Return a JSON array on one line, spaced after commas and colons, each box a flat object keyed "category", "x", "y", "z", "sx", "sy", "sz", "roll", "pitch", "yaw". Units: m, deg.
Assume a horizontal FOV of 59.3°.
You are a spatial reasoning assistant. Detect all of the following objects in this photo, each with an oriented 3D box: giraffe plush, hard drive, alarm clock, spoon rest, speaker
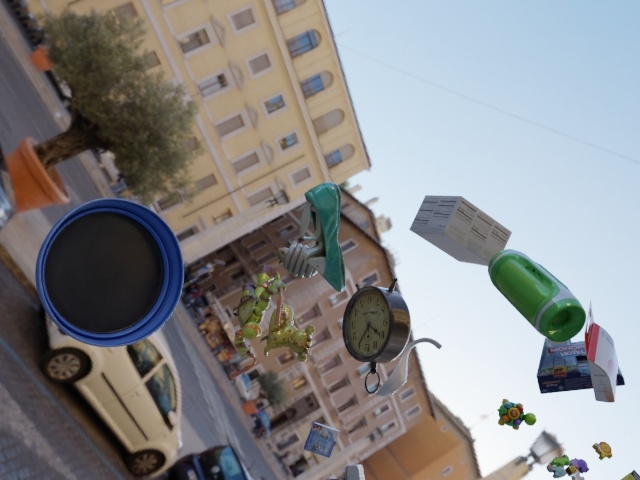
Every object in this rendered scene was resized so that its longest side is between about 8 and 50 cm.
[{"category": "giraffe plush", "x": -0.103, "y": 0.353, "z": 2.082, "sx": 0.170, "sy": 0.210, "sz": 0.181, "roll": 13, "pitch": -63, "yaw": 17}, {"category": "hard drive", "x": 0.123, "y": 0.865, "z": 1.854, "sx": 0.353, "sy": 0.047, "sz": 0.233, "roll": 74, "pitch": 11, "yaw": -68}, {"category": "alarm clock", "x": 0.096, "y": 0.164, "z": 0.961, "sx": 0.129, "sy": 0.064, "sz": 0.192, "roll": -14, "pitch": -116, "yaw": 53}, {"category": "spoon rest", "x": 0.287, "y": 0.426, "z": 1.910, "sx": 0.084, "sy": 0.276, "sz": 0.137, "roll": 47, "pitch": -7, "yaw": 18}, {"category": "speaker", "x": 0.557, "y": 0.135, "z": 1.474, "sx": 0.296, "sy": 0.131, "sz": 0.131, "roll": -116, "pitch": -176, "yaw": -60}]

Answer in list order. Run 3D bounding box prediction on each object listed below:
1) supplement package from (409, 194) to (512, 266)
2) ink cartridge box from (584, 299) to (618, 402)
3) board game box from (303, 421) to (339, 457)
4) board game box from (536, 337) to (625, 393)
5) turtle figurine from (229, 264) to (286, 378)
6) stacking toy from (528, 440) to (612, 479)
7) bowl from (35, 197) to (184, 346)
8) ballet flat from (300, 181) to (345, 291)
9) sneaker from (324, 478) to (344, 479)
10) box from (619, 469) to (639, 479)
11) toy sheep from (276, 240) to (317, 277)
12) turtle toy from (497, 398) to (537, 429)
[{"category": "supplement package", "x": 0.486, "y": -0.033, "z": 1.962, "sx": 0.262, "sy": 0.145, "sz": 0.204, "roll": 31, "pitch": -9, "yaw": -24}, {"category": "ink cartridge box", "x": 0.631, "y": 0.245, "z": 1.257, "sx": 0.045, "sy": 0.145, "sz": 0.179, "roll": -3, "pitch": -65, "yaw": 33}, {"category": "board game box", "x": 0.004, "y": 0.641, "z": 1.808, "sx": 0.090, "sy": 0.090, "sz": 0.020, "roll": 22, "pitch": -5, "yaw": -12}, {"category": "board game box", "x": 0.647, "y": 0.299, "z": 1.436, "sx": 0.194, "sy": 0.194, "sz": 0.060, "roll": -62, "pitch": 136, "yaw": -62}, {"category": "turtle figurine", "x": -0.155, "y": 0.164, "z": 1.270, "sx": 0.217, "sy": 0.087, "sz": 0.269, "roll": -91, "pitch": -155, "yaw": -60}, {"category": "stacking toy", "x": 0.714, "y": 0.654, "z": 1.627, "sx": 0.052, "sy": 0.221, "sz": 0.167, "roll": -111, "pitch": -151, "yaw": -44}, {"category": "bowl", "x": -0.553, "y": 0.084, "z": 1.492, "sx": 0.077, "sy": 0.391, "sz": 0.391, "roll": -4, "pitch": -62, "yaw": 46}, {"category": "ballet flat", "x": 0.000, "y": 0.000, "z": 1.159, "sx": 0.083, "sy": 0.087, "sz": 0.247, "roll": -131, "pitch": -147, "yaw": -60}, {"category": "sneaker", "x": 0.018, "y": 0.532, "z": 1.224, "sx": 0.035, "sy": 0.083, "sz": 0.031, "roll": 60, "pitch": 19, "yaw": -45}, {"category": "box", "x": 0.682, "y": 0.649, "z": 1.320, "sx": 0.087, "sy": 0.232, "sz": 0.058, "roll": 48, "pitch": 9, "yaw": -5}, {"category": "toy sheep", "x": -0.045, "y": 0.050, "z": 1.375, "sx": 0.132, "sy": 0.091, "sz": 0.091, "roll": 18, "pitch": -18, "yaw": 2}, {"category": "turtle toy", "x": 0.669, "y": 0.596, "z": 1.918, "sx": 0.130, "sy": 0.095, "sz": 0.066, "roll": 14, "pitch": -19, "yaw": 10}]
